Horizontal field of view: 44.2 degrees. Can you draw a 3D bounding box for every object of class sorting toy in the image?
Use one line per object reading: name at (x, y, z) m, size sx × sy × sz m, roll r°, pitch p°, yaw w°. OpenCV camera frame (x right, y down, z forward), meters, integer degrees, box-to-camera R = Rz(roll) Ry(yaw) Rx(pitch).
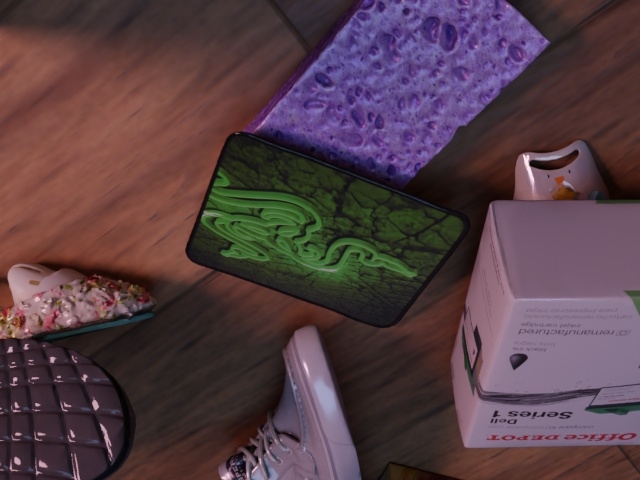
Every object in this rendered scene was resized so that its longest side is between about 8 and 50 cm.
sorting toy at (0.184, -0.036, 0.607) m, size 0.083 × 0.045 × 0.075 m, roll -14°, pitch 102°, yaw 6°

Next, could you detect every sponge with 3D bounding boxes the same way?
sponge at (0.043, -0.101, 0.561) m, size 0.117 × 0.031 × 0.210 m, roll 35°, pitch 114°, yaw -21°

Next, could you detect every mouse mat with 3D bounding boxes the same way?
mouse mat at (0.000, 0.000, 0.607) m, size 0.190 × 0.007 × 0.152 m, roll 21°, pitch 136°, yaw -8°

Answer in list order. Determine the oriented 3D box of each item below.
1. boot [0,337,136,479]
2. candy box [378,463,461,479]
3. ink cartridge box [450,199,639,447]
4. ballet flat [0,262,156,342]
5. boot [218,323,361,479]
boot at (-0.265, 0.170, 0.639) m, size 0.338 × 0.118 × 0.222 m, roll -9°, pitch 158°, yaw 15°
candy box at (0.111, 0.302, 0.722) m, size 0.109 × 0.186 × 0.053 m, roll 17°, pitch 119°, yaw -12°
ink cartridge box at (0.195, 0.072, 0.602) m, size 0.160 × 0.092 × 0.219 m, roll -1°, pitch 140°, yaw 0°
ballet flat at (-0.253, 0.061, 0.628) m, size 0.241 × 0.091 × 0.077 m, roll -18°, pitch 88°, yaw 4°
boot at (-0.031, 0.192, 0.701) m, size 0.124 × 0.095 × 0.258 m, roll -13°, pitch 123°, yaw -2°
